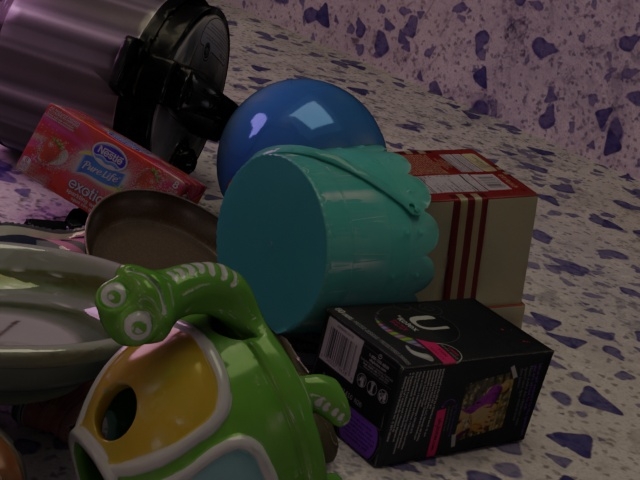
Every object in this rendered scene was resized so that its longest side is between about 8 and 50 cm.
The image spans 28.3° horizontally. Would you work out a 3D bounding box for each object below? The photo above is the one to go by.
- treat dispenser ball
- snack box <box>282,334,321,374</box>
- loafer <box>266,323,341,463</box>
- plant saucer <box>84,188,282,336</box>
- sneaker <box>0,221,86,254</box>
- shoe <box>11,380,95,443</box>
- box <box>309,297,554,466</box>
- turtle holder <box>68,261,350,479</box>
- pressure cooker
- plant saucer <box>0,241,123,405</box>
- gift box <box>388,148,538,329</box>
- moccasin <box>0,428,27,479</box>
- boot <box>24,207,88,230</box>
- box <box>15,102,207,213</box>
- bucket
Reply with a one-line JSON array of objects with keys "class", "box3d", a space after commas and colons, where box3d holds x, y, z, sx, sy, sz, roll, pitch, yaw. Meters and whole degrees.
[{"class": "treat dispenser ball", "box3d": [-0.030, -0.128, 2.131, 0.288, 0.288, 0.288, 13, 20, -5]}, {"class": "snack box", "box3d": [0.015, 0.154, 1.766, 0.141, 0.037, 0.100, 8, 19, -17]}, {"class": "loafer", "box3d": [-0.046, 0.196, 1.561, 0.087, 0.094, 0.251, 31, 18, -33]}, {"class": "plant saucer", "box3d": [-0.190, 0.058, 1.729, 0.310, 0.050, 0.311, 27, 33, -19]}, {"class": "sneaker", "box3d": [-0.332, 0.050, 1.748, 0.319, 0.112, 0.131, -3, 45, -39]}, {"class": "shoe", "box3d": [-0.272, 0.178, 1.471, 0.081, 0.063, 0.178, 23, 26, 19]}, {"class": "box", "box3d": [0.140, 0.175, 1.638, 0.270, 0.143, 0.165, -2, 25, -39]}, {"class": "turtle holder", "box3d": [-0.113, 0.180, 1.217, 0.227, 0.320, 0.243, -24, 64, -25]}, {"class": "pressure cooker", "box3d": [-0.340, -0.277, 2.229, 0.420, 0.376, 0.370, 19, 40, 13]}, {"class": "plant saucer", "box3d": [-0.359, 0.096, 1.390, 0.400, 0.101, 0.400, 8, 14, -2]}, {"class": "gift box", "box3d": [0.189, 0.021, 1.918, 0.276, 0.258, 0.255, -1, 23, -17]}, {"class": "moccasin", "box3d": [-0.452, 0.194, 1.177, 0.380, 0.139, 0.147, 18, 21, 12]}, {"class": "boot", "box3d": [-0.404, -0.019, 1.942, 0.099, 0.045, 0.121, 2, 23, -21]}, {"class": "box", "box3d": [-0.324, -0.098, 1.982, 0.257, 0.123, 0.128, 31, 6, 9]}, {"class": "bucket", "box3d": [0.000, 0.000, 1.710, 0.183, 0.281, 0.281, -2, 25, -41]}]
